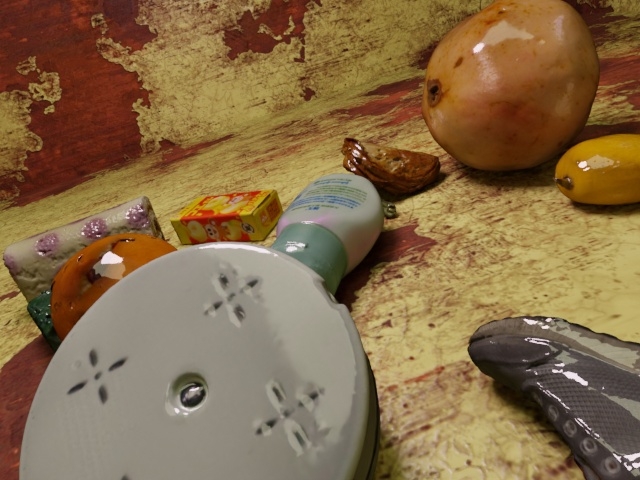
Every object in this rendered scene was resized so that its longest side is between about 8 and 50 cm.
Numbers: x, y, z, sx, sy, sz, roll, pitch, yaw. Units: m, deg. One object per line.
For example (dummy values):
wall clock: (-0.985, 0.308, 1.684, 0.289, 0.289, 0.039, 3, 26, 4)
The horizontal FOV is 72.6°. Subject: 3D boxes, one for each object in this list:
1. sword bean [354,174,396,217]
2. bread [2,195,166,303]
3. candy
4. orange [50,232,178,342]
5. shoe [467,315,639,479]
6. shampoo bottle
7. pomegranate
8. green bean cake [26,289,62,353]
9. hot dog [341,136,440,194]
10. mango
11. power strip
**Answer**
sword bean: (0.131, -0.118, 1.130, 0.043, 0.038, 0.269, -42, 28, 6)
bread: (-0.565, 0.032, 1.082, 0.338, 0.187, 0.155, -20, 21, -6)
candy: (-0.254, -0.064, 1.189, 0.276, 0.088, 0.146, -3, 32, 24)
orange: (-0.342, 0.104, 0.779, 0.246, 0.246, 0.246, -13, 28, 7)
shoe: (0.283, 0.187, 0.420, 0.336, 0.132, 0.171, 2, 54, 52)
shampoo bottle: (0.000, 0.000, 0.867, 0.222, 0.151, 0.349, 2, 32, 21)
pomegranate: (0.445, -0.356, 1.019, 0.411, 0.411, 0.411, -13, 28, 7)
green bean cake: (-0.506, 0.143, 0.939, 0.208, 0.107, 0.193, 12, 40, 45)
hot dog: (0.180, -0.189, 1.136, 0.259, 0.114, 0.175, 9, 17, -16)
mango: (0.597, -0.142, 0.840, 0.317, 0.119, 0.176, -8, 25, -1)
power strip: (-0.118, 0.184, 0.462, 0.357, 0.161, 0.357, -6, 57, 9)
